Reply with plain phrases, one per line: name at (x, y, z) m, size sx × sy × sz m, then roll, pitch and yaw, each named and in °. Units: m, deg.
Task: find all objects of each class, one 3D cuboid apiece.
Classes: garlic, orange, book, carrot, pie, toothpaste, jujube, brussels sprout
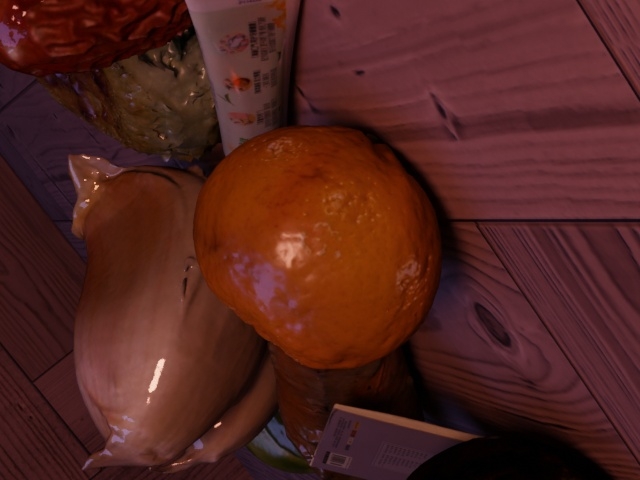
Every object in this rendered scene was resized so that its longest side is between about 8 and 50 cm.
garlic at (-0.130, 0.070, 1.190) m, size 0.286 × 0.249 × 0.313 m, roll 93°, pitch 160°, yaw -50°
orange at (-0.001, 0.003, 0.852) m, size 0.177 × 0.155 × 0.177 m, roll 51°, pitch 173°, yaw 9°
book at (0.087, 0.186, 1.060) m, size 0.182 × 0.014 × 0.127 m, roll 14°, pitch 147°, yaw -1°
carrot at (0.020, 0.117, 1.124) m, size 0.139 × 0.139 × 0.302 m, roll 40°, pitch 154°, yaw 34°
pie at (-0.195, -0.194, 1.048) m, size 0.288 × 0.103 × 0.354 m, roll 22°, pitch 147°, yaw 57°
toothpaste at (-0.051, -0.112, 0.897) m, size 0.056 × 0.058 × 0.314 m, roll 33°, pitch 163°, yaw 10°
jujube at (-0.143, -0.172, 0.806) m, size 0.112 × 0.176 × 0.109 m, roll 56°, pitch 161°, yaw 4°
brussels sprout at (-0.024, 0.183, 1.388) m, size 0.183 × 0.145 × 0.131 m, roll 34°, pitch 131°, yaw 34°

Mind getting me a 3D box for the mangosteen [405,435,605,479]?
mangosteen at (0.124, 0.281, 0.929) m, size 0.235 × 0.261 × 0.235 m, roll 37°, pitch 153°, yaw 23°
